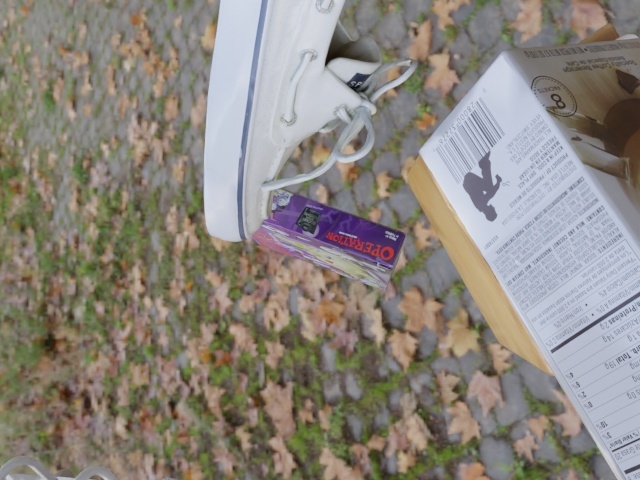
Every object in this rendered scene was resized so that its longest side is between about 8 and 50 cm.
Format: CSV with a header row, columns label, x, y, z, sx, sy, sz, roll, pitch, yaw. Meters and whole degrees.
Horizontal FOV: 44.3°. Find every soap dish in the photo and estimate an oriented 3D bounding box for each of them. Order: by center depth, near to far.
label,x,y,z,sx,sy,sz,roll,pitch,yaw
soap dish,0.234,-0.047,0.754,0.229,0.291,0.118,59,151,-7

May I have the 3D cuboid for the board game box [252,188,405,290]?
label,x,y,z,sx,sy,sz,roll,pitch,yaw
board game box,0.000,0.000,1.022,0.347,0.208,0.056,63,-129,-81

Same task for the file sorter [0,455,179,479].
label,x,y,z,sx,sy,sz,roll,pitch,yaw
file sorter,-0.224,0.274,0.597,0.278,0.193,0.173,1,46,22

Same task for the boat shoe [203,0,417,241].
label,x,y,z,sx,sy,sz,roll,pitch,yaw
boat shoe,-0.002,-0.135,0.626,0.136,0.157,0.367,-85,7,-51

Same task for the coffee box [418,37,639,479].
label,x,y,z,sx,sy,sz,roll,pitch,yaw
coffee box,0.225,0.012,0.542,0.297,0.168,0.119,61,142,19

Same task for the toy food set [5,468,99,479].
label,x,y,z,sx,sy,sz,roll,pitch,yaw
toy food set,-0.323,0.439,1.262,0.220,0.306,0.092,-8,56,31
